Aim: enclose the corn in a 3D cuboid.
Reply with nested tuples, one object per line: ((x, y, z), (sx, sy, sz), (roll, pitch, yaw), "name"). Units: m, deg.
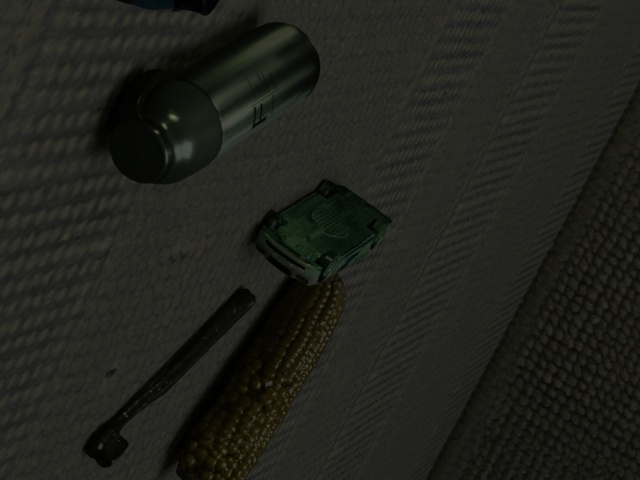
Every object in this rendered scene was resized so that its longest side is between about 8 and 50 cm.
((-0.068, 0.171, 2.139), (0.320, 0.097, 0.097), (-57, 165, -14), "corn")

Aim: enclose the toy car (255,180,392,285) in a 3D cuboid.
((0.000, 0.000, 2.025), (0.224, 0.090, 0.076), (-32, 155, -59), "toy car")

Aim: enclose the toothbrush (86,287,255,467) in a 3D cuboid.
((-0.154, 0.142, 1.925), (0.030, 0.030, 0.297), (-37, -172, 48), "toothbrush")

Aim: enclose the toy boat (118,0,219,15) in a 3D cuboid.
((-0.058, -0.330, 1.257), (0.136, 0.079, 0.392), (-29, 144, -58), "toy boat")

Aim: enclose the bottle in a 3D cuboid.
((-0.089, -0.125, 1.534), (0.254, 0.079, 0.096), (-39, 120, -52), "bottle")
